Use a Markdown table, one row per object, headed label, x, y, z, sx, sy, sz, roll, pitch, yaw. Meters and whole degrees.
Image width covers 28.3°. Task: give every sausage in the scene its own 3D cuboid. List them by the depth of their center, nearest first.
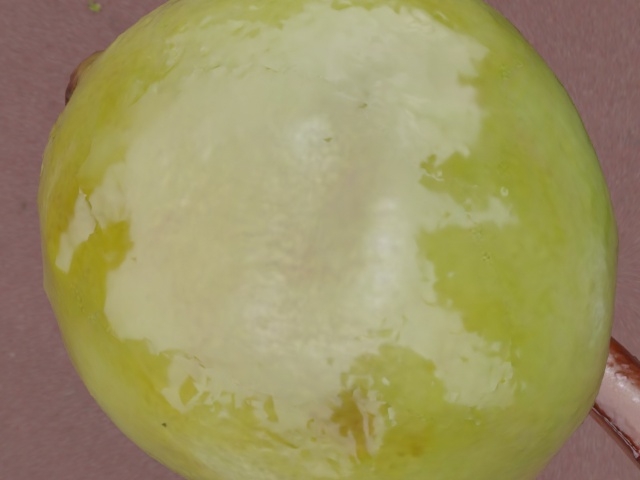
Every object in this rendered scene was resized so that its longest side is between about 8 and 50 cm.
| label | x | y | z | sx | sy | sz | roll | pitch | yaw |
| --- | --- | --- | --- | --- | --- | --- | --- | --- | --- |
| sausage | 0.399 | 0.218 | 1.586 | 0.102 | 0.102 | 0.330 | -46 | 54 | 8 |

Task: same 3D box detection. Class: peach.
| label | x | y | z | sx | sy | sz | roll | pitch | yaw |
| --- | --- | --- | --- | --- | --- | --- | --- | --- | --- |
| peach | 0.005 | 0.007 | 0.720 | 0.316 | 0.281 | 0.314 | 6 | 94 | 10 |
